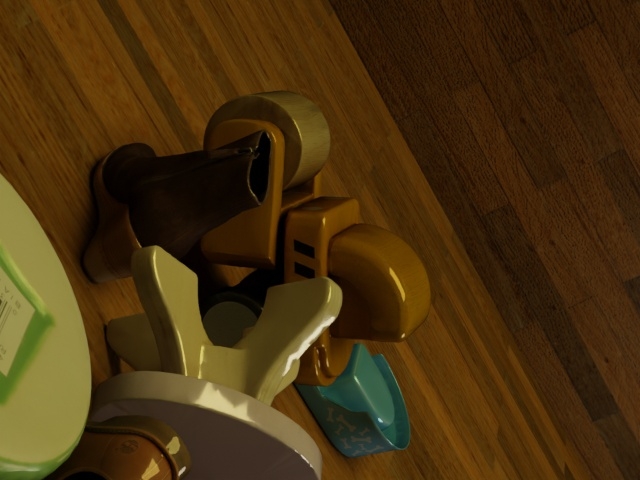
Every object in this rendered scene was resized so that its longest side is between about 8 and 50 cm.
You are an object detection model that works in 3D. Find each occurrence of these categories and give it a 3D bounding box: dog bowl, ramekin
[{"bbox_3d":[0.013,0.151,1.933,0.297,0.074,0.166,58,18,-15],"label":"dog bowl"},{"bbox_3d":[-0.292,0.060,1.039,0.303,0.148,0.303,54,20,-29],"label":"ramekin"}]

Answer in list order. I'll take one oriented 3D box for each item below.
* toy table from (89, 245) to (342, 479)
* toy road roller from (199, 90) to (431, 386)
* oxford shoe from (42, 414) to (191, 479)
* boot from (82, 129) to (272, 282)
[{"bbox_3d":[-0.098,0.130,1.407,0.274,0.252,0.160,57,32,-55],"label":"toy table"},{"bbox_3d":[0.000,0.000,1.704,0.202,0.241,0.329,-30,122,-73],"label":"toy road roller"},{"bbox_3d":[-0.193,0.175,1.117,0.076,0.212,0.076,-43,109,-43],"label":"oxford shoe"},{"bbox_3d":[-0.136,-0.059,1.566,0.090,0.207,0.248,55,19,-27],"label":"boot"}]
